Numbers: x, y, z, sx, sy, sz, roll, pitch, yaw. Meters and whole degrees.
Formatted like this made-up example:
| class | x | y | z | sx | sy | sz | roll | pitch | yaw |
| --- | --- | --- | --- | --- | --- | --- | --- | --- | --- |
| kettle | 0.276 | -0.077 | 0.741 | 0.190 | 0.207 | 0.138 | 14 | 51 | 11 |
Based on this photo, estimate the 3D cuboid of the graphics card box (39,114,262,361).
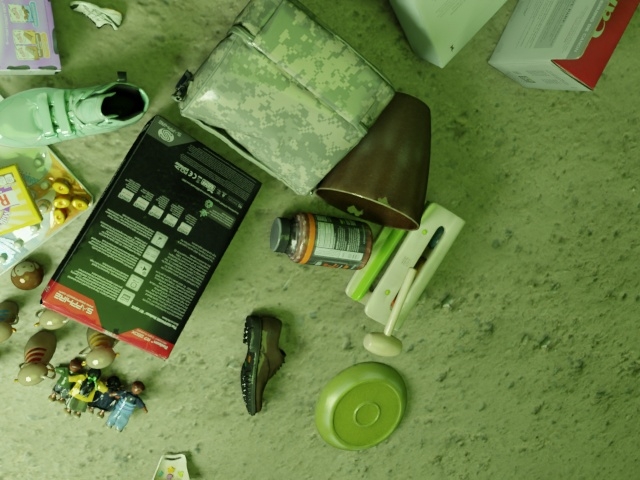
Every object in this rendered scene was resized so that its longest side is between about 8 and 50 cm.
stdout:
| class | x | y | z | sx | sy | sz | roll | pitch | yaw |
| --- | --- | --- | --- | --- | --- | --- | --- | --- | --- |
| graphics card box | -0.292 | -0.005 | 1.010 | 0.233 | 0.094 | 0.371 | 32 | 78 | -24 |

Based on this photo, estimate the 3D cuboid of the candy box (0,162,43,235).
| class | x | y | z | sx | sy | sz | roll | pitch | yaw |
| --- | --- | --- | --- | --- | --- | --- | --- | --- | --- |
| candy box | -0.583 | -0.045 | 0.934 | 0.206 | 0.027 | 0.105 | -21 | 115 | -12 |

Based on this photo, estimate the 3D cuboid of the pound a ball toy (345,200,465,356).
| class | x | y | z | sx | sy | sz | roll | pitch | yaw |
| --- | --- | --- | --- | --- | --- | --- | --- | --- | --- |
| pound a ball toy | 0.189 | 0.078 | 1.189 | 0.136 | 0.208 | 0.319 | 28 | 95 | -24 |

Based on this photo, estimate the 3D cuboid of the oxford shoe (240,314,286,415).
| class | x | y | z | sx | sy | sz | roll | pitch | yaw |
| --- | --- | --- | --- | --- | --- | --- | --- | --- | --- |
| oxford shoe | -0.118 | 0.272 | 1.214 | 0.096 | 0.083 | 0.227 | 3 | 106 | -24 |

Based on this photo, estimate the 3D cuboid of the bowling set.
| class | x | y | z | sx | sy | sz | roll | pitch | yaw |
| --- | --- | --- | --- | --- | --- | --- | --- | --- | --- |
| bowling set | -0.520 | 0.151 | 0.999 | 0.287 | 0.154 | 0.200 | -18 | 112 | -13 |

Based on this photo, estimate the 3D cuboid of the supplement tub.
| class | x | y | z | sx | sy | sz | roll | pitch | yaw |
| --- | --- | --- | --- | --- | --- | --- | --- | --- | --- |
| supplement tub | 0.000 | 0.000 | 1.158 | 0.198 | 0.106 | 0.106 | 8 | 103 | -20 |

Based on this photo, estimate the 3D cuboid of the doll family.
| class | x | y | z | sx | sy | sz | roll | pitch | yaw |
| --- | --- | --- | --- | --- | --- | --- | --- | --- | --- |
| doll family | -0.435 | 0.301 | 1.123 | 0.193 | 0.076 | 0.111 | 30 | 90 | -29 |

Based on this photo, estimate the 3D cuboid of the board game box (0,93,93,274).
| class | x | y | z | sx | sy | sz | roll | pitch | yaw |
| --- | --- | --- | --- | --- | --- | --- | --- | --- | --- |
| board game box | -0.662 | -0.090 | 0.937 | 0.390 | 0.050 | 0.390 | -38 | 114 | -5 |

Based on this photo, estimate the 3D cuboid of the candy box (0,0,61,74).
| class | x | y | z | sx | sy | sz | roll | pitch | yaw |
| --- | --- | --- | --- | --- | --- | --- | --- | --- | --- |
| candy box | -0.517 | -0.340 | 0.866 | 0.196 | 0.070 | 0.165 | -10 | 103 | -30 |

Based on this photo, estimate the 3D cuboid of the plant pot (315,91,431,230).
| class | x | y | z | sx | sy | sz | roll | pitch | yaw |
| --- | --- | --- | --- | --- | --- | --- | --- | --- | --- |
| plant pot | 0.128 | -0.164 | 1.115 | 0.215 | 0.215 | 0.230 | 23 | 83 | -23 |

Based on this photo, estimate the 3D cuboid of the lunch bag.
| class | x | y | z | sx | sy | sz | roll | pitch | yaw |
| --- | --- | --- | --- | --- | --- | --- | --- | --- | --- |
| lunch bag | -0.069 | -0.252 | 0.999 | 0.305 | 0.212 | 0.256 | 34 | 93 | -23 |

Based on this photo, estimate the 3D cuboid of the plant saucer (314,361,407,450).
| class | x | y | z | sx | sy | sz | roll | pitch | yaw |
| --- | --- | --- | --- | --- | --- | --- | --- | --- | --- |
| plant saucer | 0.105 | 0.406 | 1.354 | 0.241 | 0.037 | 0.241 | -5 | 107 | -18 |

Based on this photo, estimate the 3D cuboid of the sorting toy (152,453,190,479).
| class | x | y | z | sx | sy | sz | roll | pitch | yaw |
| --- | --- | --- | --- | --- | --- | --- | --- | --- | --- |
| sorting toy | -0.325 | 0.502 | 1.237 | 0.083 | 0.045 | 0.075 | 8 | 96 | -20 |

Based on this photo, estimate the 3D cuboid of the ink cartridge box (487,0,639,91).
| class | x | y | z | sx | sy | sz | roll | pitch | yaw |
| --- | --- | --- | --- | --- | --- | --- | --- | --- | --- |
| ink cartridge box | 0.516 | -0.459 | 1.102 | 0.130 | 0.272 | 0.309 | 23 | 98 | -23 |

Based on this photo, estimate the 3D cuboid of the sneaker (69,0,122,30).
| class | x | y | z | sx | sy | sz | roll | pitch | yaw |
| --- | --- | --- | --- | --- | --- | --- | --- | --- | --- |
| sneaker | -0.379 | -0.377 | 0.955 | 0.083 | 0.032 | 0.037 | 9 | 103 | -20 |

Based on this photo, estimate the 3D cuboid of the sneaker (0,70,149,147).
| class | x | y | z | sx | sy | sz | roll | pitch | yaw |
| --- | --- | --- | --- | --- | --- | --- | --- | --- | --- |
| sneaker | -0.403 | -0.211 | 0.907 | 0.256 | 0.151 | 0.094 | -18 | 103 | -25 |

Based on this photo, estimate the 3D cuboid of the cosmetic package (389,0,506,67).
| class | x | y | z | sx | sy | sz | roll | pitch | yaw |
| --- | --- | --- | --- | --- | --- | --- | --- | --- | --- |
| cosmetic package | 0.280 | -0.554 | 1.031 | 0.377 | 0.097 | 0.284 | -46 | 139 | -1 |
